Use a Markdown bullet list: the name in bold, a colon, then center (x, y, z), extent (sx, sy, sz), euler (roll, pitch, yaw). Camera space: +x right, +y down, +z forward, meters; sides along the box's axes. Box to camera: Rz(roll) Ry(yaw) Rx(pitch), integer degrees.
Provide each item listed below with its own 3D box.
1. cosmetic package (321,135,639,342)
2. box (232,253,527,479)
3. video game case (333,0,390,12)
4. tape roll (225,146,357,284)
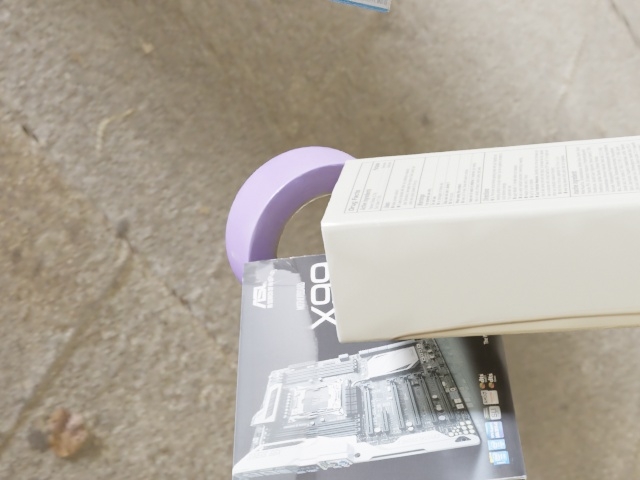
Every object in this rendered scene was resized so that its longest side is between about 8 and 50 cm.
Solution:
- **cosmetic package**: center (0.168, -0.005, 1.061), extent (0.160, 0.309, 0.113), euler (-67, 150, -65)
- **box**: center (0.048, 0.131, 1.164), extent (0.307, 0.242, 0.076), euler (-90, 173, -50)
- **video game case**: center (0.028, -0.324, 1.294), extent (0.119, 0.015, 0.166), euler (9, 95, -19)
- **tape roll**: center (0.000, 0.000, 1.367), extent (0.189, 0.080, 0.189), euler (-6, 109, -19)
